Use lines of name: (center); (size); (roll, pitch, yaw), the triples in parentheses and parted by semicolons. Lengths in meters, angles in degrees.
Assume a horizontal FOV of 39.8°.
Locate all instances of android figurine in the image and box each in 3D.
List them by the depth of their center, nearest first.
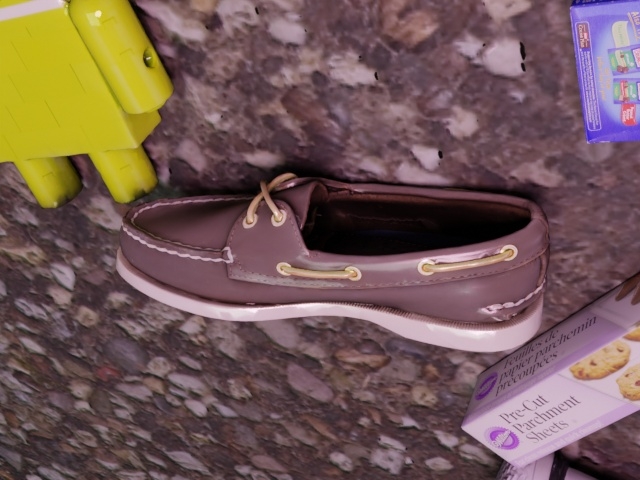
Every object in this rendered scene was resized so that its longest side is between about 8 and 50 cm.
android figurine: (-0.231, -0.142, 0.670); (0.248, 0.056, 0.272); (-1, 131, 27)

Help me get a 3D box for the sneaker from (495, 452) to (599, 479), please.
sneaker: (0.236, 0.349, 0.819); (0.210, 0.137, 0.365); (17, 132, 15)

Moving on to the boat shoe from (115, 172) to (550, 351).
boat shoe: (0.000, 0.000, 0.643); (0.325, 0.116, 0.096); (8, 128, 15)

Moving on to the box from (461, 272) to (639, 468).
box: (0.228, 0.071, 0.625); (0.067, 0.063, 0.324); (38, 135, -8)

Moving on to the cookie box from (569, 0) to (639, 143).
cookie box: (0.202, -0.103, 0.497); (0.107, 0.040, 0.091); (1, 129, 26)
